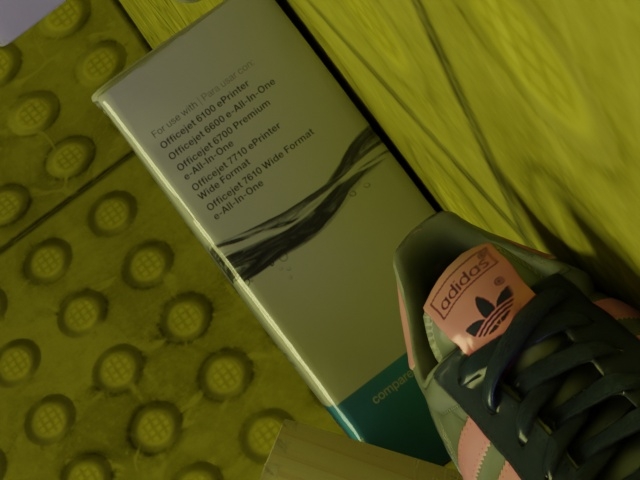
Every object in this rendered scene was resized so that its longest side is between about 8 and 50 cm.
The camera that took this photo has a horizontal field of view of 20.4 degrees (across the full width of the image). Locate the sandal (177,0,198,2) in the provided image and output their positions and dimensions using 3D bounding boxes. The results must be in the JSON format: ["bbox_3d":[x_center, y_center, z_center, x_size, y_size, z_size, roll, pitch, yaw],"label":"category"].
[{"bbox_3d":[-0.114,-0.215,1.106,0.265,0.076,0.102,1,-116,-67],"label":"sandal"}]

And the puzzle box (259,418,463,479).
[{"bbox_3d":[0.142,0.235,1.088,0.272,0.052,0.409,14,159,22],"label":"puzzle box"}]

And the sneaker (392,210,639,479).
[{"bbox_3d":[0.092,0.070,0.674,0.131,0.112,0.319,51,177,-14],"label":"sneaker"}]

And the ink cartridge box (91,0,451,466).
[{"bbox_3d":[0.000,0.000,1.166,0.307,0.129,0.223,53,178,0],"label":"ink cartridge box"}]

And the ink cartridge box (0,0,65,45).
[{"bbox_3d":[-0.145,-0.204,0.833,0.086,0.148,0.203,53,179,-42],"label":"ink cartridge box"}]
